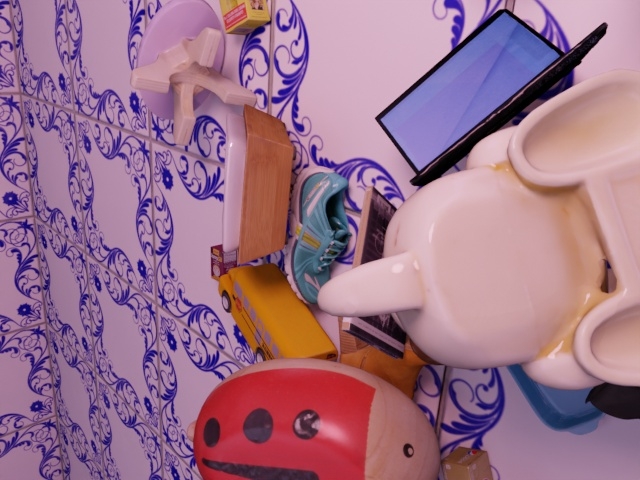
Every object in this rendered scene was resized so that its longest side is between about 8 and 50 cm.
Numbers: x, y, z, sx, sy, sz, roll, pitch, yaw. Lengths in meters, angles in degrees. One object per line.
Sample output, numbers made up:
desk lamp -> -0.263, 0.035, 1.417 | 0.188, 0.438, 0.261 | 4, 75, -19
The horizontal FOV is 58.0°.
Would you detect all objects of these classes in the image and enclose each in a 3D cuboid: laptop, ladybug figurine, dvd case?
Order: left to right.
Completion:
ladybug figurine -> -0.033, 0.357, 0.963 | 0.450, 0.162, 0.304 | -2, 97, 19
dvd case -> 0.097, 0.052, 0.876 | 0.018, 0.164, 0.221 | -5, 64, 35
laptop -> 0.174, -0.187, 0.689 | 0.234, 0.264, 0.136 | -40, 85, 15

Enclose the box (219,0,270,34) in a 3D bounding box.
box -> -0.166, -0.532, 1.130 | 0.087, 0.058, 0.232 | -5, 98, 47

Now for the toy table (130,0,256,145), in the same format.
toy table -> -0.272, -0.339, 1.191 | 0.274, 0.252, 0.160 | 105, 147, -41

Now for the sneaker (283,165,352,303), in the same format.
sneaker -> 0.000, 0.000, 1.085 | 0.110, 0.107, 0.275 | 15, 115, 30

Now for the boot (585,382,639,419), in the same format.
boot -> 0.437, 0.189, 0.691 | 0.198, 0.077, 0.137 | 25, 138, 20

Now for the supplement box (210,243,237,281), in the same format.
supplement box -> -0.232, 0.056, 1.387 | 0.055, 0.043, 0.083 | 20, 115, 44

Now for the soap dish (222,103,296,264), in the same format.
soap dish -> -0.122, -0.116, 1.081 | 0.291, 0.118, 0.228 | -110, 24, -66

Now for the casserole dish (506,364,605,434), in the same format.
casserole dish -> 0.332, 0.183, 0.825 | 0.114, 0.037, 0.188 | -46, 67, 44

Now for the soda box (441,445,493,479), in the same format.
soda box -> 0.258, 0.445, 0.963 | 0.058, 0.061, 0.181 | -11, 94, 47

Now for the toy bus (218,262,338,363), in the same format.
toy bus -> -0.099, 0.159, 1.183 | 0.332, 0.108, 0.130 | 50, 139, 40

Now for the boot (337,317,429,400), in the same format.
boot -> 0.146, 0.241, 1.008 | 0.295, 0.104, 0.211 | 2, 109, 52

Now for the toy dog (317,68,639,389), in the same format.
toy dog -> 0.198, 0.052, 0.693 | 0.408, 0.396, 0.284 | 106, 139, -82
